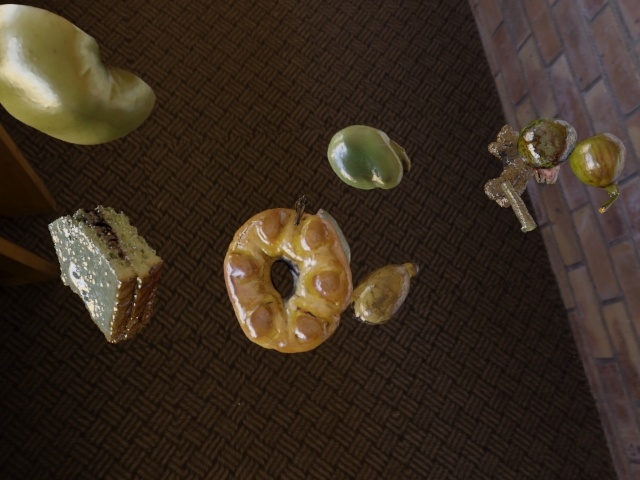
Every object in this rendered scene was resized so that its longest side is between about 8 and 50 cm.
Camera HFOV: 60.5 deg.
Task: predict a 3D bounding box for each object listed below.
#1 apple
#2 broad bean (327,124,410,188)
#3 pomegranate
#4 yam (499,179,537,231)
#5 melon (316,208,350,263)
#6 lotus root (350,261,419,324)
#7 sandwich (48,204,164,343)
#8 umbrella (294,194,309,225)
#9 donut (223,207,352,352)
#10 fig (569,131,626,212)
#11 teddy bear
[{"bbox_3d":[-0.593,-0.378,1.271,0.311,0.360,0.320,-36,125,-48],"label":"apple"},{"bbox_3d":[0.131,-0.222,1.483,0.227,0.100,0.169,7,104,5],"label":"broad bean"},{"bbox_3d":[0.520,-0.213,1.287,0.125,0.163,0.138,26,46,15],"label":"pomegranate"},{"bbox_3d":[0.392,-0.075,1.103,0.033,0.027,0.130,-13,56,-7],"label":"yam"},{"bbox_3d":[0.001,-0.003,1.506,0.093,0.139,0.203,-38,63,19],"label":"melon"},{"bbox_3d":[0.167,0.131,1.423,0.138,0.138,0.214,45,77,6],"label":"lotus root"},{"bbox_3d":[-0.543,0.057,1.363,0.325,0.262,0.131,45,43,20],"label":"sandwich"},{"bbox_3d":[-0.043,-0.061,1.140,0.020,0.083,0.031,37,46,15],"label":"umbrella"},{"bbox_3d":[-0.073,0.086,1.246,0.299,0.150,0.317,24,92,3],"label":"donut"},{"bbox_3d":[0.770,-0.202,1.490,0.186,0.142,0.148,49,40,5],"label":"fig"},{"bbox_3d":[0.575,-0.221,1.624,0.129,0.182,0.251,-3,69,37],"label":"teddy bear"}]
